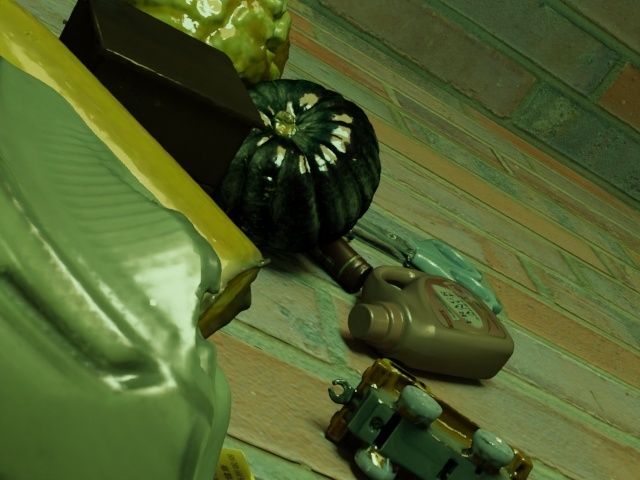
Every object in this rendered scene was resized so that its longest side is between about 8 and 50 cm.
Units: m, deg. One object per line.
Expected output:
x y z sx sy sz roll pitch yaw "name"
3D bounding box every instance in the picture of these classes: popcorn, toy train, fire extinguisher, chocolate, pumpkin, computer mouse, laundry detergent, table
-0.177 -0.259 1.223 0.247 0.282 0.282 49 21 3 "popcorn"
0.101 0.187 0.912 0.219 0.089 0.127 33 10 -3 "toy train"
0.000 0.000 1.234 0.158 0.043 0.064 44 -8 22 "fire extinguisher"
-0.238 -0.088 0.774 0.445 0.162 0.162 48 21 5 "chocolate"
-0.038 -0.089 1.148 0.220 0.220 0.162 47 -21 29 "pumpkin"
-0.215 0.025 0.562 0.145 0.228 0.429 14 26 -52 "computer mouse"
0.109 0.087 1.170 0.237 0.076 0.171 14 27 -41 "laundry detergent"
-0.188 -0.102 0.941 0.169 0.193 0.172 23 23 -31 "table"

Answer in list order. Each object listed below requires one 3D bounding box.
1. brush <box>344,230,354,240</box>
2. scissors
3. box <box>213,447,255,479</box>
0.027 -0.017 1.284 0.051 0.014 0.164 45 1 12 "brush"
0.114 0.008 1.417 0.360 0.029 0.191 26 21 -24 "scissors"
-0.106 0.178 0.687 0.156 0.022 0.089 19 25 -38 "box"
